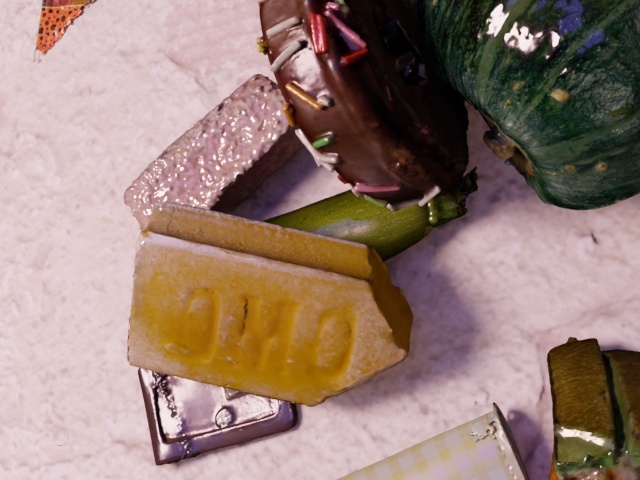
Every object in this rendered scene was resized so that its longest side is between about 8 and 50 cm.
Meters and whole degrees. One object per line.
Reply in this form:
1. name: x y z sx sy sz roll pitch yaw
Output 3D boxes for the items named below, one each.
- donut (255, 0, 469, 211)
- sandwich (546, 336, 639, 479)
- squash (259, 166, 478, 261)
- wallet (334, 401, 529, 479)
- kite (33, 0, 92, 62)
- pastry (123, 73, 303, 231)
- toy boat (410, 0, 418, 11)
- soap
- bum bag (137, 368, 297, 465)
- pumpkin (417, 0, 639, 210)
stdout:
1. donut: 0.038 -0.150 0.991 0.103 0.270 0.269 -29 69 22
2. sandwich: 0.243 0.181 0.940 0.109 0.185 0.159 0 112 10
3. squash: 0.000 0.002 1.094 0.332 0.087 0.087 -19 72 14
4. wallet: 0.061 0.308 1.008 0.310 0.077 0.223 -26 66 13
5. kite: -0.288 -0.325 1.321 0.222 0.008 0.125 -42 67 8
6. pastry: -0.088 -0.087 1.136 0.265 0.103 0.112 -33 85 5
7. toy boat: 0.132 -0.239 1.113 0.141 0.055 0.060 -21 64 16
8. soap: -0.043 0.067 1.039 0.258 0.080 0.160 12 124 3
9. bum bag: -0.104 0.158 1.131 0.159 0.026 0.109 -16 72 11
10. pumpkin: 0.209 -0.204 0.941 0.263 0.197 0.293 -40 40 12
